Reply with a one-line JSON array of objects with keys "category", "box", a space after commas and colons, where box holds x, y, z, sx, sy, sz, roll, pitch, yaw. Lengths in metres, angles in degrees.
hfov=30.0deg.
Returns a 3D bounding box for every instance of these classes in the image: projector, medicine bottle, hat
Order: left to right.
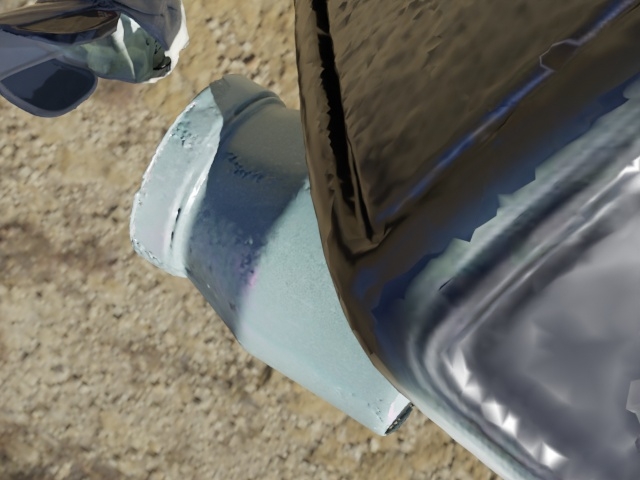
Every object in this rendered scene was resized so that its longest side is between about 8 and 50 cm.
[{"category": "hat", "box": [-0.299, -0.260, 1.452, 0.232, 0.275, 0.161, 130, 123, -64]}, {"category": "medicine bottle", "box": [0.000, 0.000, 1.067, 0.290, 0.245, 0.245, 31, 126, 13]}, {"category": "projector", "box": [0.191, -0.026, 0.534, 0.395, 0.405, 0.242, 38, 112, -23]}]
